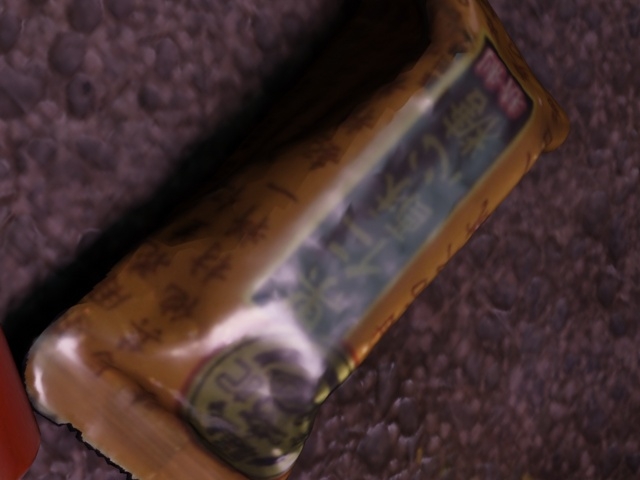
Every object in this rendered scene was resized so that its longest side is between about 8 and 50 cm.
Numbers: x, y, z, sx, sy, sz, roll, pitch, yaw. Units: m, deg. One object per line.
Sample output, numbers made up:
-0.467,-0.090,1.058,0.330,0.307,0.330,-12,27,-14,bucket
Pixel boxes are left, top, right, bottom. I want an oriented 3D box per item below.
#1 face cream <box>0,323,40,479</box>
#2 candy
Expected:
-0.171,-0.010,0.488,0.096,0.096,0.214,-31,115,-34,face cream
0.000,0.000,0.638,0.271,0.101,0.143,-50,118,-18,candy
